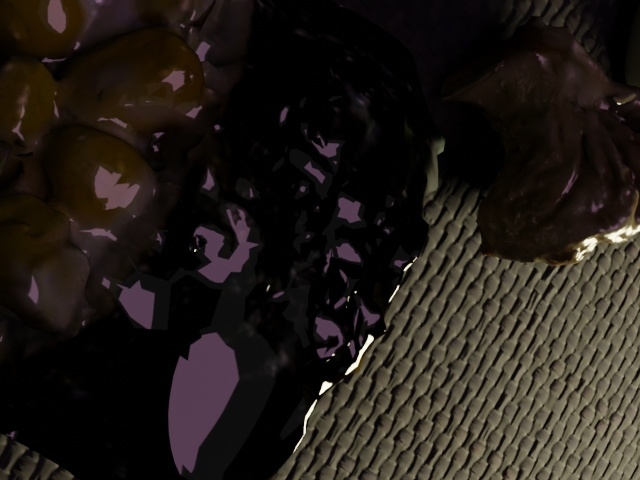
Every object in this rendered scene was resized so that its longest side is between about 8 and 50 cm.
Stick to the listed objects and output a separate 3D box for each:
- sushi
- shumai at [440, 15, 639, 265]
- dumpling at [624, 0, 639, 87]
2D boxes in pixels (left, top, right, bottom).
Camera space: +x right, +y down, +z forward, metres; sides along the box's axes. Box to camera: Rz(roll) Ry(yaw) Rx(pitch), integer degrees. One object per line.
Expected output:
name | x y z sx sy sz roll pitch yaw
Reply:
sushi | -0.127 -0.048 0.761 0.329 0.328 0.285 -50 118 -15
shumai | 0.191 -0.087 1.129 0.175 0.166 0.206 62 38 -24
dumpling | 0.364 -0.166 1.229 0.131 0.179 0.252 -6 108 -34
